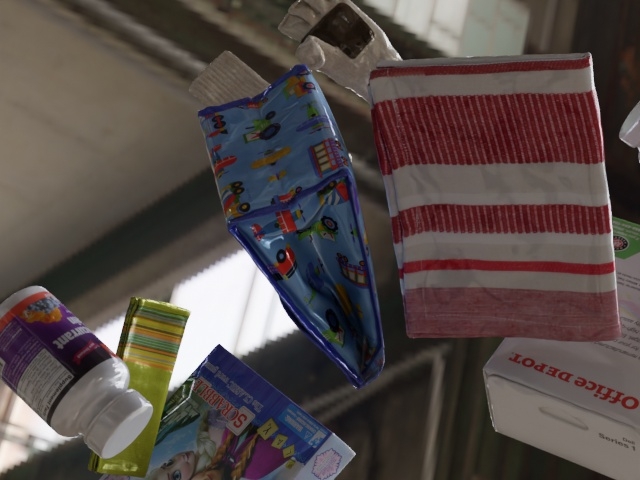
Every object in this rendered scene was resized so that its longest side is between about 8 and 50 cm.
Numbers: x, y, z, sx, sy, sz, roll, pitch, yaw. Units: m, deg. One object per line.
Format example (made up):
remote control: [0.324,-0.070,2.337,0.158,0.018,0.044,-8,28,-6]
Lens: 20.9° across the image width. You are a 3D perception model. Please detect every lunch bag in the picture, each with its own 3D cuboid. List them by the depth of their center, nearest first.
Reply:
lunch bag: [0.000,0.000,1.851,0.138,0.221,0.293,-24,-53,4]

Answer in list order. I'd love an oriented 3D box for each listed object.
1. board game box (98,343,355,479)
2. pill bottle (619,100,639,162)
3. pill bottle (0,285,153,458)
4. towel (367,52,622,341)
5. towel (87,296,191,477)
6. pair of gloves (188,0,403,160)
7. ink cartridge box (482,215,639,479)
board game box: [-0.154,0.338,2.444,0.319,0.318,0.066,31,-12,51]
pill bottle: [0.402,-0.092,1.876,0.152,0.086,0.086,35,-34,-7]
pill bottle: [-0.280,0.149,1.918,0.193,0.108,0.108,41,-27,16]
towel: [0.183,-0.037,1.811,0.237,0.037,0.329,-1,-61,18]
towel: [-0.238,0.196,2.298,0.102,0.237,0.021,15,-1,-44]
pair of gloves: [-0.007,-0.177,2.019,0.204,0.240,0.042,49,-21,8]
ink cartridge box: [0.340,0.121,1.959,0.201,0.278,0.117,20,-37,29]
